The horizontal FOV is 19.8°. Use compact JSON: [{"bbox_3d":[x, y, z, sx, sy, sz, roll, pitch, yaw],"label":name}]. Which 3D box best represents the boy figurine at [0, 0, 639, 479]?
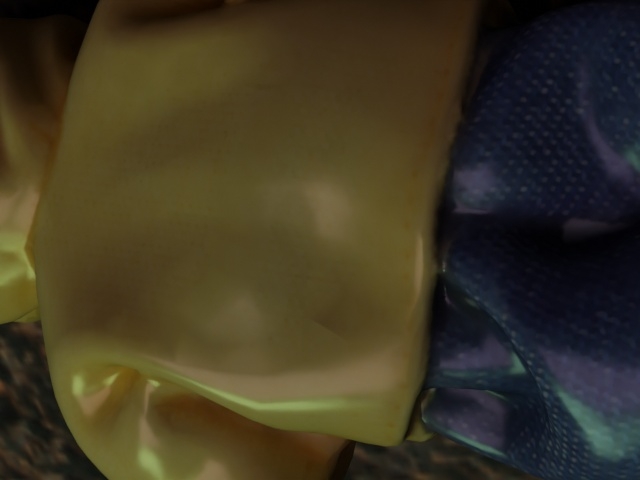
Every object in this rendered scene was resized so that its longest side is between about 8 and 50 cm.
[{"bbox_3d":[0.000,0.000,0.419,0.285,0.092,0.177,3,89,30],"label":"boy figurine"}]
